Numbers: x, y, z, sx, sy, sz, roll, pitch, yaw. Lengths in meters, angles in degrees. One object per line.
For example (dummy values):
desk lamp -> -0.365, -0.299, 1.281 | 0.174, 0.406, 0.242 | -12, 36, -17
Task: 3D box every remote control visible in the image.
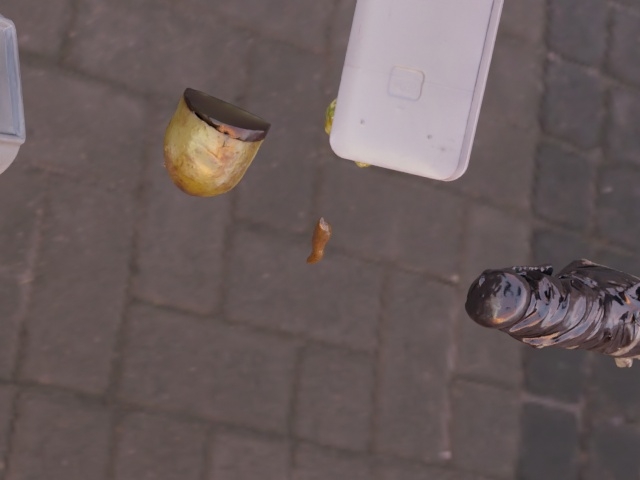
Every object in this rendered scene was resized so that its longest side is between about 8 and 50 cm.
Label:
remote control -> 0.077, -0.171, 1.165 | 0.034, 0.103, 0.250 | -10, 112, -70

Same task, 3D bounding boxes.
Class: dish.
dish -> -0.403, -0.183, 1.927 | 0.151, 0.077, 0.212 | 6, 77, -64

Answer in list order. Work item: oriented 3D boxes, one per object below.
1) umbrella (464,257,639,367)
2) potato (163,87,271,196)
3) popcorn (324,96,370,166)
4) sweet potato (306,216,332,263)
umbrella -> 0.250, 0.059, 1.585 | 0.358, 0.113, 0.106 | 12, 78, -53
potato -> -0.111, -0.081, 1.594 | 0.096, 0.103, 0.066 | 24, 23, 9
popcorn -> 0.038, -0.113, 1.637 | 0.059, 0.068, 0.083 | -40, 128, -20
sweet potato -> 0.000, 0.000, 2.186 | 0.026, 0.115, 0.026 | 4, 58, -6
